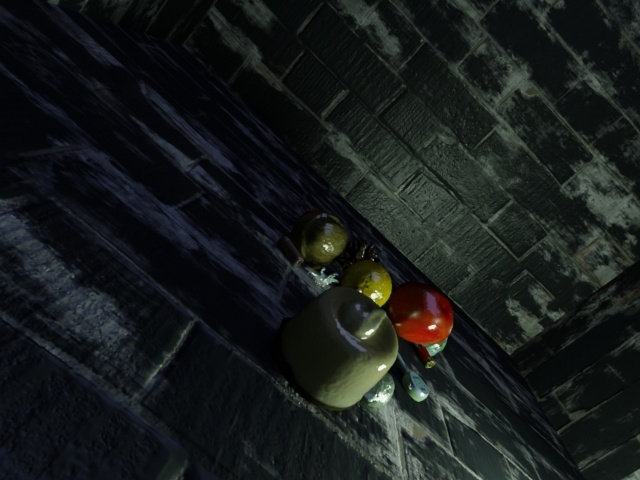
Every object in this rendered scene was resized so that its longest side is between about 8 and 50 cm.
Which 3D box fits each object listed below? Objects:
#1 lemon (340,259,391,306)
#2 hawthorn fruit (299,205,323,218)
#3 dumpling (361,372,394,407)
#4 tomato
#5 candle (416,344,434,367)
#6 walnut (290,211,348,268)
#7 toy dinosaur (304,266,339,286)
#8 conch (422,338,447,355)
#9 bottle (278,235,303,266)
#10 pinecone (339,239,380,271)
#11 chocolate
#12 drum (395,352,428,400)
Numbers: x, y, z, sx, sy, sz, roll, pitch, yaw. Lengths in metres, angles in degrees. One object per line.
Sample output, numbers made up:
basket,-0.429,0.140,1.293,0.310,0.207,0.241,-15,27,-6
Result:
lemon,0.207,0.202,1.876,0.236,0.236,0.263,44,36,-6
hawthorn fruit,-0.040,-0.099,2.126,0.194,0.157,0.157,48,16,-3
dumpling,0.175,0.468,1.370,0.152,0.108,0.219,54,16,26
tomato,0.488,0.360,2.049,0.325,0.290,0.292,35,46,-21
candle,0.512,0.563,2.052,0.052,0.052,0.130,34,17,-32
walnut,0.000,0.000,1.864,0.228,0.282,0.283,19,-4,40
toy dinosaur,0.005,0.156,1.753,0.209,0.082,0.039,28,20,-41
conch,0.580,0.474,2.253,0.221,0.196,0.276,-15,85,-40
bottle,-0.126,0.045,1.752,0.140,0.053,0.053,54,19,25
pinecone,0.201,0.091,2.191,0.202,0.202,0.229,61,-7,3
chocolate,0.072,0.282,1.205,0.314,0.297,0.326,38,18,-7
drum,0.369,0.552,1.736,0.130,0.049,0.253,34,20,-32
